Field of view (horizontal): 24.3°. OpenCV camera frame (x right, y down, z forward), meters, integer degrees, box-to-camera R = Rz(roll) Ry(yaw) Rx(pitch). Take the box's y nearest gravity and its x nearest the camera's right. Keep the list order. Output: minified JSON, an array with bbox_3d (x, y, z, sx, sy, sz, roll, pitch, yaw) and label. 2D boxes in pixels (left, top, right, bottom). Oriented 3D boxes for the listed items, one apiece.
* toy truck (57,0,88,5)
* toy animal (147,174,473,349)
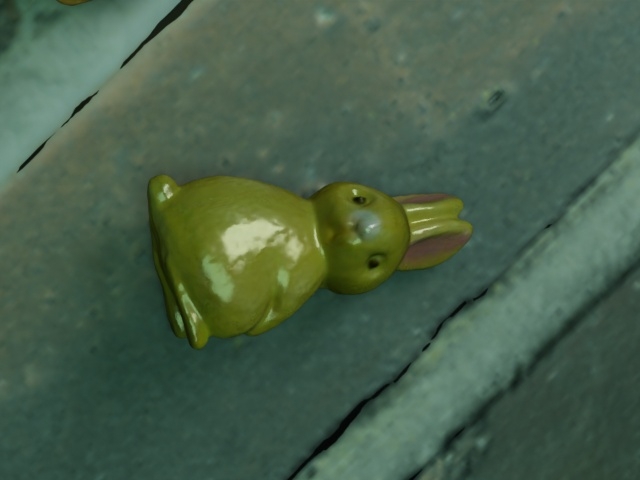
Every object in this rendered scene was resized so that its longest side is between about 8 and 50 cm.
[{"bbox_3d":[-0.171,-0.154,0.646,0.270,0.114,0.135,-19,95,-6],"label":"toy truck"},{"bbox_3d":[0.000,-0.003,0.717,0.159,0.070,0.083,-11,96,-13],"label":"toy animal"}]
